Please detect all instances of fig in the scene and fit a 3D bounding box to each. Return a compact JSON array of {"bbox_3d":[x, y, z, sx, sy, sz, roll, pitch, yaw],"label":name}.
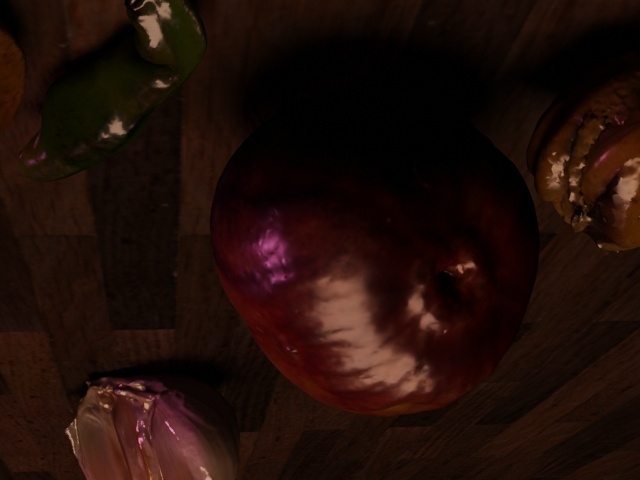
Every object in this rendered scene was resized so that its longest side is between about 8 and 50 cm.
[{"bbox_3d":[0.013,-0.011,0.694,0.204,0.186,0.249,39,179,-34],"label":"fig"}]

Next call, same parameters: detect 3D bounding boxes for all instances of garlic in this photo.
[{"bbox_3d":[-0.173,0.221,1.271,0.229,0.178,0.143,0,-162,44],"label":"garlic"}]

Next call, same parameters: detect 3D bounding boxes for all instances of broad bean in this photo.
[{"bbox_3d":[-0.111,-0.085,0.608,0.061,0.046,0.195,19,147,-21],"label":"broad bean"}]

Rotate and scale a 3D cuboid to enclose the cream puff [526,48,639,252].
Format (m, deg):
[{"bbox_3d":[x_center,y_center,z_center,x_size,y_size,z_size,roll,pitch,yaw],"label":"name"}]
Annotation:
[{"bbox_3d":[0.185,-0.055,0.651,0.119,0.104,0.133,-45,153,12],"label":"cream puff"}]

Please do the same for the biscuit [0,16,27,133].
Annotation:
[{"bbox_3d":[-0.315,-0.028,0.461,0.432,0.064,0.283,-29,160,-44],"label":"biscuit"}]
